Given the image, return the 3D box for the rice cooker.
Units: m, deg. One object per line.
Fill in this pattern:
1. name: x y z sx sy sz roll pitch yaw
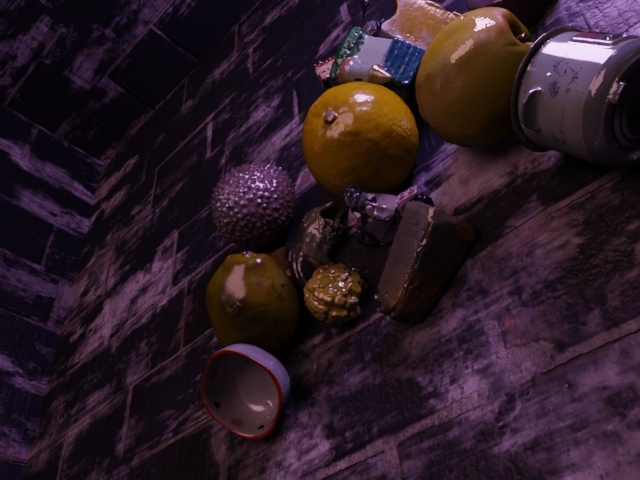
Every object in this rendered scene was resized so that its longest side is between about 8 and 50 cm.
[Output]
1. rice cooker: 0.539 -0.293 1.312 0.317 0.264 0.316 -8 28 4

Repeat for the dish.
1. dish: -0.185 0.388 1.722 0.256 0.256 0.117 -37 -3 27

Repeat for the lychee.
1. lychee: -0.225 -0.125 2.130 0.300 0.300 0.300 -32 41 33

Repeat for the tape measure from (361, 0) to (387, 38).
1. tape measure: 0.153 -0.769 2.279 0.104 0.180 0.107 23 80 40

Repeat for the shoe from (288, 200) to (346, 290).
1. shoe: 0.002 0.001 1.874 0.149 0.109 0.293 -32 36 41

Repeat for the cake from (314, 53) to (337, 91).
1. cake: 0.112 -0.600 2.301 0.246 0.135 0.112 -22 52 -1

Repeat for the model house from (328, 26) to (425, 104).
1. model house: 0.229 -0.465 1.870 0.325 0.267 0.194 22 86 45

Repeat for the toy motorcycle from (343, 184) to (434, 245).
1. toy motorcycle: 0.151 -0.084 1.676 0.239 0.204 0.108 -40 29 20

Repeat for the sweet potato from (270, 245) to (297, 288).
1. sweet potato: -0.106 0.079 1.982 0.062 0.081 0.233 -68 30 17

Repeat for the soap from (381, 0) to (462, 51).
1. soap: 0.348 -0.602 2.004 0.169 0.304 0.339 -63 -6 2

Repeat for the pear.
1. pear: -0.190 0.182 1.819 0.269 0.269 0.321 -137 47 -56

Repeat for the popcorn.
1. popcorn: 0.043 0.136 1.698 0.173 0.142 0.173 -19 27 10

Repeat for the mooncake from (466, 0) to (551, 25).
1. mooncake: 0.523 -0.686 1.764 0.245 0.133 0.245 -32 39 31

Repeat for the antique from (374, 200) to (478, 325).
1. antique: 0.234 0.060 1.532 0.284 0.150 0.125 -64 29 4

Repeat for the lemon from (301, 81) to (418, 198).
1. lemon: 0.105 -0.273 1.778 0.348 0.348 0.348 -32 41 33

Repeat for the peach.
1. peach: 0.383 -0.381 1.554 0.315 0.314 0.281 -45 51 21
